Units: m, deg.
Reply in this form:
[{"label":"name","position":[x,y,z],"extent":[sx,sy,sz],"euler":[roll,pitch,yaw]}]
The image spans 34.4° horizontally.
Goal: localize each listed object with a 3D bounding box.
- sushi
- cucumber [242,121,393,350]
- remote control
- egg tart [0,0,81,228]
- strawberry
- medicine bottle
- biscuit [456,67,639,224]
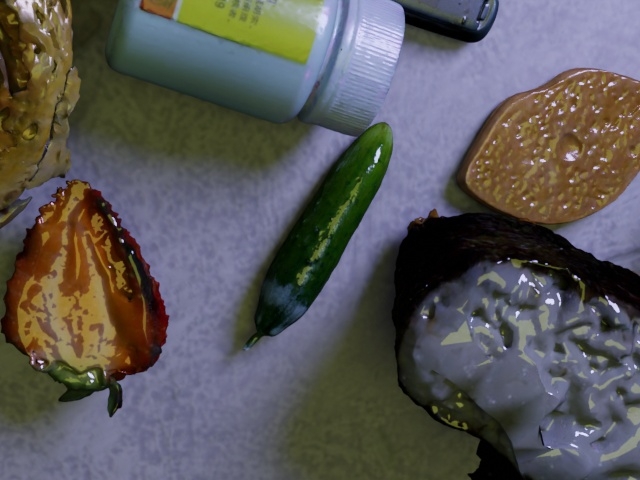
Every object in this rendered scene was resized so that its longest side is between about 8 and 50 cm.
[{"label":"sushi","position":[0.213,0.120,0.954],"extent":[0.349,0.207,0.234],"euler":[30,105,-11]},{"label":"cucumber","position":[0.000,0.000,0.954],"extent":[0.056,0.056,0.250],"euler":[29,93,-16]},{"label":"remote control","position":[0.061,-0.239,0.924],"extent":[0.222,0.042,0.072],"euler":[20,94,-16]},{"label":"egg tart","position":[-0.315,-0.143,0.828],"extent":[0.297,0.132,0.297],"euler":[1,108,2]},{"label":"strawberry","position":[-0.204,0.051,0.904],"extent":[0.140,0.085,0.192],"euler":[-31,101,3]},{"label":"medicine bottle","position":[-0.057,-0.176,0.862],"extent":[0.225,0.139,0.139],"euler":[17,97,-15]},{"label":"biscuit","position":[0.237,-0.088,1.001],"extent":[0.221,0.029,0.142],"euler":[-28,104,-6]}]
